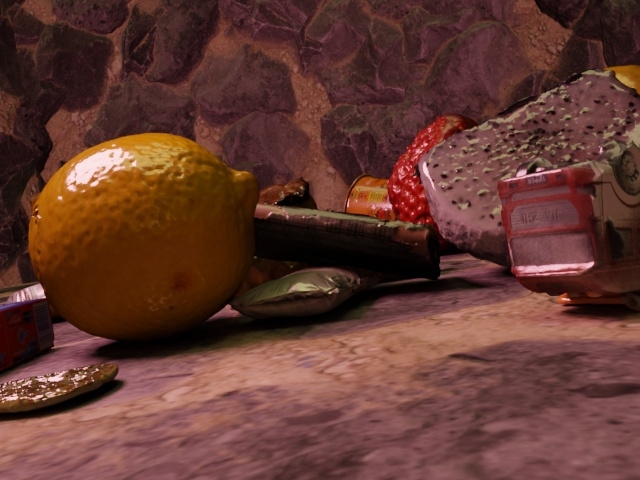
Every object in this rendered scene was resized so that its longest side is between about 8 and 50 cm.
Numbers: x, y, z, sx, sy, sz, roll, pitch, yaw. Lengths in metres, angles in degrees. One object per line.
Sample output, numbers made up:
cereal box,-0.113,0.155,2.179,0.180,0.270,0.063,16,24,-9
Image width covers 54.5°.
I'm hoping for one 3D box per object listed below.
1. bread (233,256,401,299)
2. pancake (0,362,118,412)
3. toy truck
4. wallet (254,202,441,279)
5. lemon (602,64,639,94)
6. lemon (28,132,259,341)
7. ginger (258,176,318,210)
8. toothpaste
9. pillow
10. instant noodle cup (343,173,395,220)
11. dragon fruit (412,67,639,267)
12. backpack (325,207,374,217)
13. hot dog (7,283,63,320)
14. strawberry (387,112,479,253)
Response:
bread,-0.016,0.039,0.965,0.368,0.084,0.077,-7,42,9
pancake,-0.211,0.113,0.480,0.108,0.017,0.108,-10,-1,0
toy truck,0.283,-0.014,0.557,0.270,0.135,0.114,-4,-3,-33
wallet,0.000,0.001,0.832,0.317,0.044,0.169,7,-18,16
lemon,0.532,-0.156,1.102,0.297,0.297,0.297,-8,2,0
lemon,-0.188,-0.005,0.690,0.253,0.228,0.228,-15,0,16
ginger,-0.109,-0.033,1.636,0.200,0.223,0.269,-9,22,19
toothpaste,-0.359,0.108,0.590,0.076,0.066,0.320,-8,1,0
pillow,-0.011,0.059,0.753,0.128,0.051,0.229,-5,1,18
instant noodle cup,0.189,-0.070,1.665,0.172,0.215,0.216,5,10,38
dragon fruit,0.292,-0.052,0.817,0.283,0.204,0.221,-24,-27,3
backpack,0.013,0.001,1.441,0.258,0.133,0.206,-15,-6,33
hot dog,-0.420,0.093,1.111,0.270,0.082,0.162,-18,-2,-30
strawberry,0.263,-0.116,1.279,0.239,0.288,0.250,1,19,-18
